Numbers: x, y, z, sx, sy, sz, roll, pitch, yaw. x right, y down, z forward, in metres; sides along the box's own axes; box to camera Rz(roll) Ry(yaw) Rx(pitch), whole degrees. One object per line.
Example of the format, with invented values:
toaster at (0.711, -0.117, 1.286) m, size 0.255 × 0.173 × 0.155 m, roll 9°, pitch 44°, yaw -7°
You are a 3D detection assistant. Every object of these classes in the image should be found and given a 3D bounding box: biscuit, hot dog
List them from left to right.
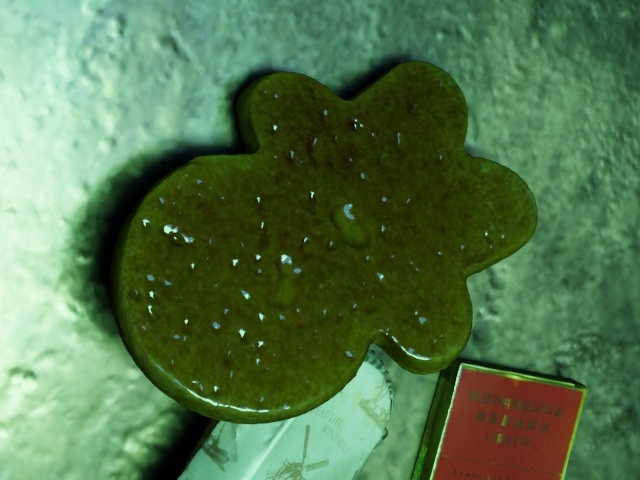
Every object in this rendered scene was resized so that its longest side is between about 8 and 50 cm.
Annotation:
hot dog at (-0.032, 0.128, 0.844) m, size 0.108 × 0.059 × 0.191 m, roll 44°, pitch 76°, yaw -37°
biscuit at (0.000, 0.000, 0.819) m, size 0.236 × 0.039 × 0.180 m, roll -30°, pitch 86°, yaw -27°

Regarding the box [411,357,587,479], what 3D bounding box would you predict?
box at (0.097, 0.138, 0.922) m, size 0.090 × 0.023 × 0.133 m, roll 14°, pitch 92°, yaw -23°
